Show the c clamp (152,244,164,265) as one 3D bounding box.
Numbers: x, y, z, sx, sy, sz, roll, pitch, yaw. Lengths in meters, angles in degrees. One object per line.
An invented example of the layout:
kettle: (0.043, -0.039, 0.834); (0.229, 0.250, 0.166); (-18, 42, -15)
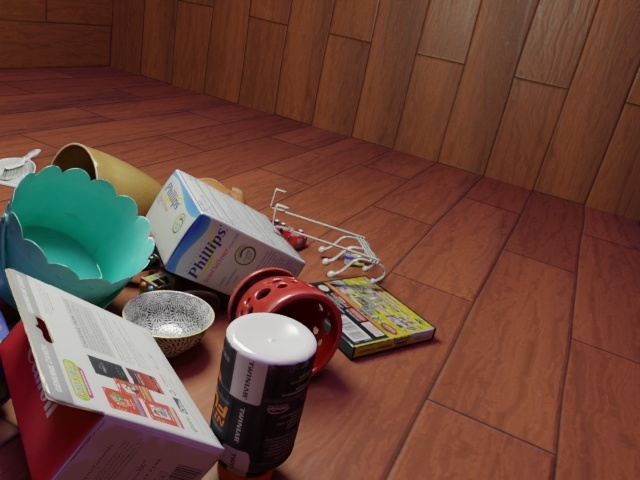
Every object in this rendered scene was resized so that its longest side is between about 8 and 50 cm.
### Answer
c clamp: (-0.358, 0.048, 1.338); (0.137, 0.022, 0.161); (34, -18, 1)

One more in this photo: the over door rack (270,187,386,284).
over door rack: (0.000, 0.000, 1.506); (0.324, 0.108, 0.239); (30, 10, -13)

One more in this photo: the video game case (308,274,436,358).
video game case: (0.091, 0.170, 1.358); (0.248, 0.035, 0.275); (-5, 27, -35)

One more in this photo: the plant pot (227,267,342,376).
plant pot: (-0.079, 0.158, 1.117); (0.191, 0.191, 0.174); (-3, 18, -31)

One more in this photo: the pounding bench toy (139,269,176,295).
pounding bench toy: (-0.374, 0.100, 1.271); (0.083, 0.052, 0.065); (24, 26, 28)

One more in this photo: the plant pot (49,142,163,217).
plant pot: (-0.548, -0.116, 1.517); (0.237, 0.237, 0.254); (27, 12, 33)

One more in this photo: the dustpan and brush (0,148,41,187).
dustpan and brush: (-0.926, -0.232, 1.770); (0.147, 0.060, 0.211); (13, 23, 3)

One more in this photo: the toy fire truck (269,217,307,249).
toy fire truck: (-0.149, -0.018, 1.664); (0.192, 0.047, 0.135); (23, 26, 24)

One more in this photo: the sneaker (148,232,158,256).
sneaker: (-0.401, -0.007, 1.499); (0.221, 0.087, 0.128); (-25, 49, -37)

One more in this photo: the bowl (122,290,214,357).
bowl: (-0.294, 0.171, 1.106); (0.170, 0.080, 0.170); (10, 23, -4)

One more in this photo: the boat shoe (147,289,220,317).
boat shoe: (-0.311, 0.133, 1.214); (0.190, 0.068, 0.072); (-3, 15, -30)

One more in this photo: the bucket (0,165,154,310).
bucket: (-0.491, 0.015, 1.119); (0.281, 0.183, 0.281); (34, 32, -25)

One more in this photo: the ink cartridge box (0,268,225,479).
ink cartridge box: (-0.323, 0.205, 0.788); (0.272, 0.130, 0.309); (40, -2, -43)

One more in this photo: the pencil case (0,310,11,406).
pencil case: (-0.590, 0.157, 0.943); (0.133, 0.119, 0.306); (22, 9, -44)

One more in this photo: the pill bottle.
pill bottle: (-0.090, 0.240, 0.830); (0.130, 0.246, 0.130); (11, 21, -4)

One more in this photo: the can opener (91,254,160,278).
can opener: (-0.455, 0.060, 1.294); (0.186, 0.059, 0.073); (-8, 69, -5)

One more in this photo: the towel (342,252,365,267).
towel: (0.095, 0.055, 1.658); (0.060, 0.009, 0.083); (7, 23, -9)

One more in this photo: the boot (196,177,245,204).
boot: (-0.337, -0.134, 1.819); (0.197, 0.073, 0.152); (6, 27, -6)

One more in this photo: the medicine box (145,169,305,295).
medicine box: (-0.224, -0.001, 1.326); (0.289, 0.149, 0.263); (27, 11, -34)
